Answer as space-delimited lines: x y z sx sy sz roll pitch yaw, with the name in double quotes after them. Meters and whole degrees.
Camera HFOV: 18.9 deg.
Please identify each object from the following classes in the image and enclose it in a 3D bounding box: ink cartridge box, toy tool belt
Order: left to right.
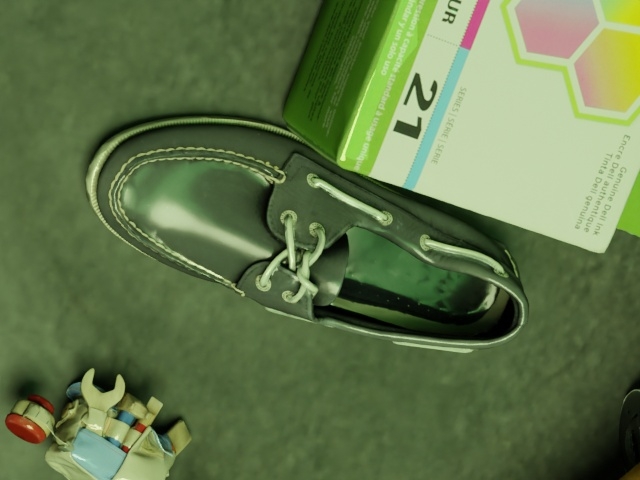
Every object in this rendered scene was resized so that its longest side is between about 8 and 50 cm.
-0.096 0.082 0.848 0.083 0.052 0.051 42 60 -25 "toy tool belt"
0.139 -0.091 0.832 0.255 0.097 0.189 18 100 -20 "ink cartridge box"

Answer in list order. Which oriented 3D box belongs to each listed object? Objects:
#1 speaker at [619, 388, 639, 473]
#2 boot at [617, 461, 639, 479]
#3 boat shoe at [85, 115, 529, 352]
0.216 0.093 0.930 0.136 0.055 0.055 -4 107 -14 "speaker"
0.121 0.158 0.847 0.211 0.104 0.295 -13 141 -9 "boot"
0.000 0.000 0.836 0.206 0.065 0.075 18 100 -20 "boat shoe"
